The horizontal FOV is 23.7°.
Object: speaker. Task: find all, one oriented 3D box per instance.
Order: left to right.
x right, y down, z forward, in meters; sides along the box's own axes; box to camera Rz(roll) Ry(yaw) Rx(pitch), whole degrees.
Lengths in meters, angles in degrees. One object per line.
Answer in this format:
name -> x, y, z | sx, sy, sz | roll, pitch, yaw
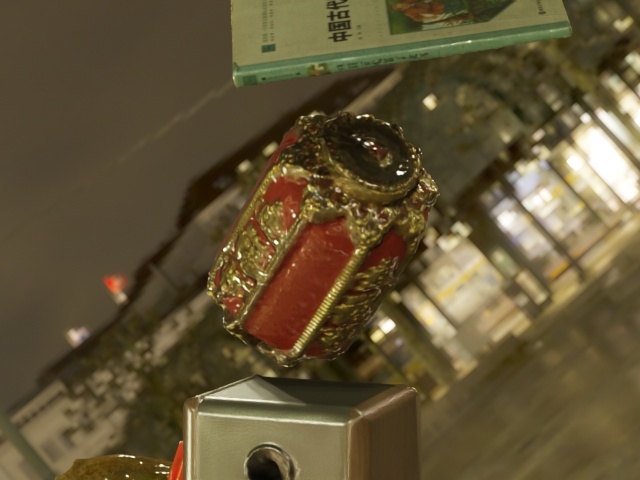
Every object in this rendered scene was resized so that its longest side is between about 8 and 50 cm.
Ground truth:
speaker -> -0.013, 0.230, 1.205 | 0.153, 0.230, 0.192 | 2, 3, 19

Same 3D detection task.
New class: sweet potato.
sweet potato -> -0.196, 0.285, 1.788 | 0.244, 0.077, 0.077 | -1, -9, -2

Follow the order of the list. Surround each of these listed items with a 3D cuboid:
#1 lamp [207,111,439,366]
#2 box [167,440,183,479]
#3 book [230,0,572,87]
lamp -> 0.000, 0.000, 1.475 | 0.177, 0.177, 0.274 | -36, -16, -46
box -> -0.114, 0.338, 1.535 | 0.035, 0.139, 0.245 | -17, 52, 66
book -> 0.063, -0.209, 1.326 | 0.283, 0.025, 0.215 | -8, 36, 2
